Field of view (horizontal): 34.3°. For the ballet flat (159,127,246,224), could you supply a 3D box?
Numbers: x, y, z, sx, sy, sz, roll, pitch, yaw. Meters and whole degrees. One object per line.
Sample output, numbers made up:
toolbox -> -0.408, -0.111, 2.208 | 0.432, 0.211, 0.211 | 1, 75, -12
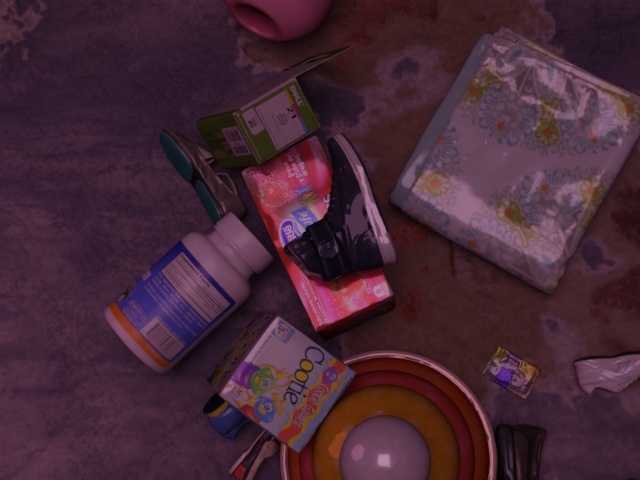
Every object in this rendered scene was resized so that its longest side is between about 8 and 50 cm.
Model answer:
ballet flat -> -0.204, -0.117, 1.831 | 0.068, 0.072, 0.213 | -28, 76, -28

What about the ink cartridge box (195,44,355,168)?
ink cartridge box -> -0.059, -0.228, 1.765 | 0.255, 0.189, 0.097 | -33, 105, -21

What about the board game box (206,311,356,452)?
board game box -> -0.068, 0.205, 1.568 | 0.142, 0.275, 0.144 | 37, 81, -6

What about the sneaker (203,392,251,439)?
sneaker -> -0.098, 0.247, 1.742 | 0.209, 0.069, 0.082 | -43, 107, -11

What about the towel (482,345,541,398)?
towel -> 0.318, 0.219, 1.722 | 0.083, 0.009, 0.060 | 31, 84, 11

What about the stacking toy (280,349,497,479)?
stacking toy -> 0.086, 0.310, 1.487 | 0.351, 0.480, 0.350 | -1, 78, 6

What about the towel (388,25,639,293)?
towel -> 0.339, -0.145, 1.757 | 0.321, 0.090, 0.374 | 29, 83, 12

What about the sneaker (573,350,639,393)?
sneaker -> 0.492, 0.213, 1.687 | 0.152, 0.054, 0.061 | -9, 86, 10

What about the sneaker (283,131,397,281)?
sneaker -> 0.007, -0.047, 1.618 | 0.163, 0.086, 0.226 | -19, 78, -1

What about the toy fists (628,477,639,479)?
toy fists -> 0.589, 0.469, 1.596 | 0.279, 0.096, 0.142 | 13, 81, 7

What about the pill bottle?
pill bottle -> -0.214, 0.082, 1.737 | 0.272, 0.152, 0.152 | -43, 77, -4

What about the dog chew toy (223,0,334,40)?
dog chew toy -> -0.035, -0.517, 1.829 | 0.207, 0.206, 0.331 | 26, 74, 11

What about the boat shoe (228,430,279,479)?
boat shoe -> -0.094, 0.347, 1.721 | 0.043, 0.049, 0.137 | 39, 87, 9

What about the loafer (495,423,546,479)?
loafer -> 0.330, 0.423, 1.638 | 0.084, 0.096, 0.267 | -3, 76, 0

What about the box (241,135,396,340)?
box -> 0.000, 0.000, 1.732 | 0.142, 0.154, 0.300 | -26, 78, 1
